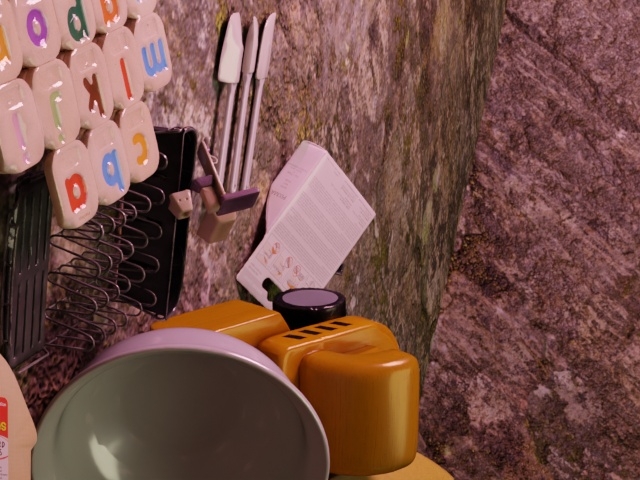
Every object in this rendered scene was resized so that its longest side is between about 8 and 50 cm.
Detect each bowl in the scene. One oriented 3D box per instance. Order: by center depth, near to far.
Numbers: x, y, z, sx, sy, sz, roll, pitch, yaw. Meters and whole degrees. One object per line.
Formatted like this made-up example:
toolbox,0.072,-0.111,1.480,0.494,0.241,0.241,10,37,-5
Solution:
bowl,-0.144,0.198,1.285,0.134,0.297,0.298,-101,-166,-61

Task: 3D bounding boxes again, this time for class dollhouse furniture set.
dollhouse furniture set,-0.130,-0.049,1.278,0.081,0.091,0.114,66,-25,19

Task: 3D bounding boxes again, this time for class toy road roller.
toy road roller,-0.032,0.187,1.451,0.329,0.240,0.203,-13,108,-41

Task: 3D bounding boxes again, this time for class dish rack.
dish rack,-0.212,0.006,1.186,0.271,0.074,0.208,-40,139,-65

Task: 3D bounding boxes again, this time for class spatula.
spatula,-0.101,-0.162,1.544,0.168,0.019,0.242,-42,143,-73

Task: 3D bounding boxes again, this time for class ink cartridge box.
ink cartridge box,-0.032,-0.004,1.790,0.225,0.056,0.181,-53,141,-10

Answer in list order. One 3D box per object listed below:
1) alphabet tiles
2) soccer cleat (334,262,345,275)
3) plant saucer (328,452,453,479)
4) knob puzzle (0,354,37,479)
alphabet tiles,-0.209,-0.165,1.055,0.284,0.021,0.278,-48,132,-59
soccer cleat,0.000,0.000,1.911,0.179,0.072,0.060,72,34,-61
plant saucer,-0.050,0.333,1.542,0.332,0.332,0.081,-17,92,-57
knob puzzle,-0.303,0.151,0.989,0.213,0.030,0.213,34,49,-51
